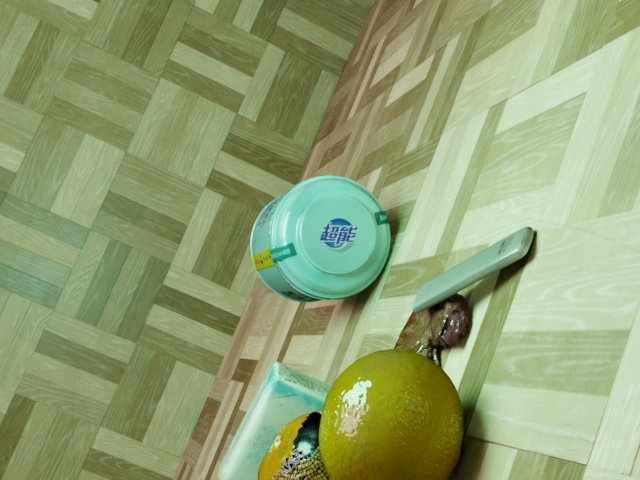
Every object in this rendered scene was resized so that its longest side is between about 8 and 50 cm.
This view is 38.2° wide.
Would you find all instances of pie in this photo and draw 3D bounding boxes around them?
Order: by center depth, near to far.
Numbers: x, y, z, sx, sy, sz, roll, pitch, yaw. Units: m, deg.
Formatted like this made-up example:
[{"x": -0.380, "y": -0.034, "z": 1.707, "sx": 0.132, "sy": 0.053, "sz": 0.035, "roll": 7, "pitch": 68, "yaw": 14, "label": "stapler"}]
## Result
[{"x": 0.179, "y": 0.185, "z": 1.592, "sx": 0.218, "sy": 0.054, "sz": 0.204, "roll": -67, "pitch": 12, "yaw": -6, "label": "pie"}]

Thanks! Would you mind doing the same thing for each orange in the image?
[{"x": 0.104, "y": 0.277, "z": 1.357, "sx": 0.236, "sy": 0.236, "sz": 0.236, "roll": -60, "pitch": 13, "yaw": 24, "label": "orange"}, {"x": -0.010, "y": 0.419, "z": 1.683, "sx": 0.234, "sy": 0.182, "sz": 0.234, "roll": -58, "pitch": 1, "yaw": 1, "label": "orange"}]

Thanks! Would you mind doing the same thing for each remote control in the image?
[{"x": 0.247, "y": 0.053, "z": 1.509, "sx": 0.261, "sy": 0.029, "sz": 0.067, "roll": -35, "pitch": 17, "yaw": 44, "label": "remote control"}]

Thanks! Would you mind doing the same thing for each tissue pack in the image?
[{"x": -0.067, "y": 0.407, "z": 1.874, "sx": 0.271, "sy": 0.201, "sz": 0.124, "roll": -64, "pitch": 5, "yaw": 9, "label": "tissue pack"}]

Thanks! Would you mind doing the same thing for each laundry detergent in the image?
[{"x": 0.000, "y": 0.000, "z": 2.174, "sx": 0.287, "sy": 0.287, "sz": 0.305, "roll": -68, "pitch": 12, "yaw": -11, "label": "laundry detergent"}]
